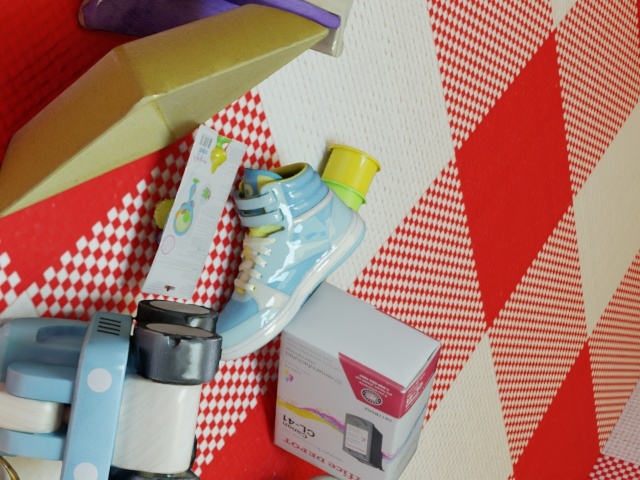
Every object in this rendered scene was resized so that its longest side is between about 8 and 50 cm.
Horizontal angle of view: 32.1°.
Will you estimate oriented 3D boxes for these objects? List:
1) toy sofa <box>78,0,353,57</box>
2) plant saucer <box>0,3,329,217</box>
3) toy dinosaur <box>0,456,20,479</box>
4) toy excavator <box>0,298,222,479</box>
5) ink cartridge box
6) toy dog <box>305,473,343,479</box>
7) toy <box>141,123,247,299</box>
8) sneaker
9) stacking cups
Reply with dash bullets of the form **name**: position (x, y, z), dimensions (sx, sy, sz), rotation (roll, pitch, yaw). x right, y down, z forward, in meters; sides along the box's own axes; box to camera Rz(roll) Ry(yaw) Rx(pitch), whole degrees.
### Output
- **toy sofa**: position (-0.123, -0.313, 1.433), dimensions (0.362, 0.150, 0.177), rotation (7, 102, -53)
- **plant saucer**: position (-0.203, -0.168, 1.312), dimensions (0.333, 0.333, 0.081), rotation (-32, 92, -48)
- **toy dinosaur**: position (-0.380, 0.361, 1.396), dimensions (0.112, 0.064, 0.211), rotation (11, 91, -56)
- **toy excavator**: position (-0.345, 0.186, 1.272), dimensions (0.433, 0.445, 0.222), rotation (-141, -121, -80)
- **ink cartridge box**: position (0.052, 0.246, 1.787), dimensions (0.131, 0.226, 0.306), rotation (-48, 155, -41)
- **toy dog**: position (0.001, 0.573, 1.909), dimensions (0.395, 0.284, 0.408), rotation (-33, 128, -25)
- **toy**: position (-0.188, -0.041, 1.547), dimensions (0.137, 0.056, 0.237), rotation (19, 95, -66)
- **sneaker**: position (-0.096, 0.012, 1.676), dimensions (0.319, 0.127, 0.208), rotation (-48, 120, -19)
- **stacking cups**: position (0.000, 0.000, 1.822), dimensions (0.096, 0.096, 0.316), rotation (44, 65, -53)
